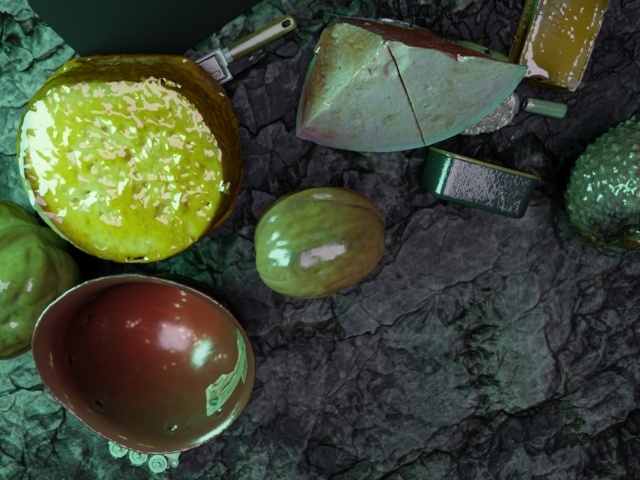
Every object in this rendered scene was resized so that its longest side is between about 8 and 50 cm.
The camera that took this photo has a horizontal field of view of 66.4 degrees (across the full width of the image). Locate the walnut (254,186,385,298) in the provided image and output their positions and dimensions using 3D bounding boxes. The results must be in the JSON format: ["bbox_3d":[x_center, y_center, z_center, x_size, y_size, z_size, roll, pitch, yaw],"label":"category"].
[{"bbox_3d":[0.000,0.000,0.935,0.261,0.225,0.225,-22,103,3],"label":"walnut"}]

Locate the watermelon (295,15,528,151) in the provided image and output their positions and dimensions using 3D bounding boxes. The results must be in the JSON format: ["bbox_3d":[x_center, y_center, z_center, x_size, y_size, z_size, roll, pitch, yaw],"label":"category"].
[{"bbox_3d":[0.139,-0.316,0.885,0.292,0.319,0.222,6,66,-21],"label":"watermelon"}]

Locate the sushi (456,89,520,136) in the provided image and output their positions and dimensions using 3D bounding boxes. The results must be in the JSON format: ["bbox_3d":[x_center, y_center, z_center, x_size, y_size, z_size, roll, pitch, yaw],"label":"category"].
[{"bbox_3d":[0.308,-0.253,0.964,0.150,0.078,0.090,-18,110,0],"label":"sushi"}]

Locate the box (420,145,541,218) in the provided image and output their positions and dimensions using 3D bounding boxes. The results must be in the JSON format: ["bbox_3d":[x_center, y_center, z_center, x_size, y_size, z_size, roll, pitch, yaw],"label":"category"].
[{"bbox_3d":[0.307,-0.116,0.965,0.201,0.144,0.090,13,106,-7],"label":"box"}]

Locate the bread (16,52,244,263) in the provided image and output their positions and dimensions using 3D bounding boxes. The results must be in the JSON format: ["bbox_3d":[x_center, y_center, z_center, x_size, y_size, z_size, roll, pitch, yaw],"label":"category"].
[{"bbox_3d":[-0.336,-0.142,0.882,0.398,0.215,0.398,-1,113,-4],"label":"bread"}]

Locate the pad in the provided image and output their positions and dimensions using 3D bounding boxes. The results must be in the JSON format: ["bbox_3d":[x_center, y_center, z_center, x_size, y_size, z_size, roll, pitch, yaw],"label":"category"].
[{"bbox_3d":[-0.298,-0.466,0.826,0.375,0.315,0.063,-32,59,4],"label":"pad"}]

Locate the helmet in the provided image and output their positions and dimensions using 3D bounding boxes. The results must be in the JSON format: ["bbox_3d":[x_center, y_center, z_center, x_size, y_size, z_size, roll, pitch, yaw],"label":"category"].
[{"bbox_3d":[-0.311,0.197,0.956,0.385,0.230,0.337,19,103,-8],"label":"helmet"}]

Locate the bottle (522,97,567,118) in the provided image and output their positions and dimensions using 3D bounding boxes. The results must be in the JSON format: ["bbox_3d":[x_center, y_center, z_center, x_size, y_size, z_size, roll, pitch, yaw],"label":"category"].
[{"bbox_3d":[0.455,-0.269,0.993,0.083,0.030,0.030,9,103,-4],"label":"bottle"}]

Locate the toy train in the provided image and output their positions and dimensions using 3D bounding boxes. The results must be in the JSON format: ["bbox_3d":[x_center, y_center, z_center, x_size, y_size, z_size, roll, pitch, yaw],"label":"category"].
[{"bbox_3d":[-0.385,0.439,1.096,0.176,0.074,0.118,27,91,-4],"label":"toy train"}]

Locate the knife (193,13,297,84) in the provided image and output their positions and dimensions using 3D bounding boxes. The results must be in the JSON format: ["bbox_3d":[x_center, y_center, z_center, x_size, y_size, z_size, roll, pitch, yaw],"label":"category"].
[{"bbox_3d":[-0.195,-0.336,0.944,0.343,0.027,0.061,-26,107,3],"label":"knife"}]

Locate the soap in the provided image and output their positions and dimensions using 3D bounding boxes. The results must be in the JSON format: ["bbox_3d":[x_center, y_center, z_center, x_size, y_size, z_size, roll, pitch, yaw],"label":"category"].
[{"bbox_3d":[0.457,-0.415,0.936,0.135,0.076,0.233,13,101,-7],"label":"soap"}]

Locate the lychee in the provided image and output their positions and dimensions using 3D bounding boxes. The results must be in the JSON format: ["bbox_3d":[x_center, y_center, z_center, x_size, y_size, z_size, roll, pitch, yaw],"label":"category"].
[{"bbox_3d":[0.615,-0.093,0.906,0.300,0.300,0.300,-1,103,-3],"label":"lychee"}]

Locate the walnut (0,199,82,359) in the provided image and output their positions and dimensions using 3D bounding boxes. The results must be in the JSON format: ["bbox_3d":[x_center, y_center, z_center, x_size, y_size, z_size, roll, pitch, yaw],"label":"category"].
[{"bbox_3d":[-0.599,0.077,0.900,0.277,0.282,0.253,-47,141,12],"label":"walnut"}]
